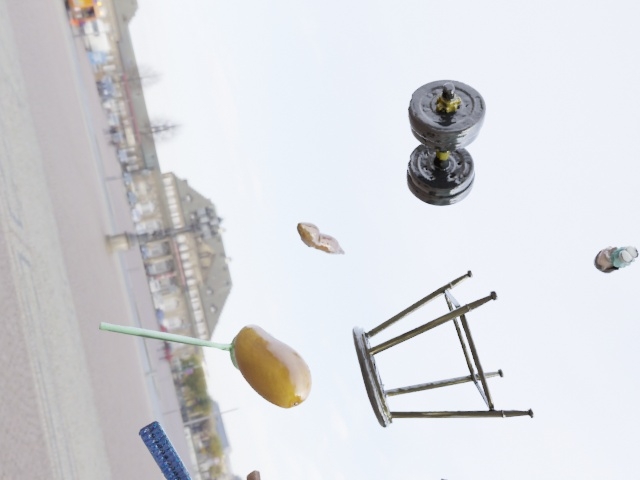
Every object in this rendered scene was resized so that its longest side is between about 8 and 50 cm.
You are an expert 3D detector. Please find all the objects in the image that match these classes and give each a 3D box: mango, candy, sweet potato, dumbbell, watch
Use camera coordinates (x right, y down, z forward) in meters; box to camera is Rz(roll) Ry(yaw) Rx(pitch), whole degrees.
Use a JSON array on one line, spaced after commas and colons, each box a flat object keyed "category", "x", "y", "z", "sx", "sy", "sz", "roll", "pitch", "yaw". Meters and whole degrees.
[{"category": "mango", "x": -0.091, "y": 0.219, "z": 1.183, "sx": 0.184, "sy": 0.102, "sz": 0.085, "roll": 43, "pitch": -28, "yaw": 25}, {"category": "candy", "x": -0.308, "y": 0.245, "z": 1.606, "sx": 0.119, "sy": 0.440, "sz": 0.119, "roll": -167, "pitch": -90, "yaw": -74}, {"category": "sweet potato", "x": -0.003, "y": 0.000, "z": 1.741, "sx": 0.218, "sy": 0.065, "sz": 0.051, "roll": 33, "pitch": 52, "yaw": -52}, {"category": "dumbbell", "x": 0.303, "y": -0.236, "z": 1.646, "sx": 0.388, "sy": 0.185, "sz": 0.185, "roll": 82, "pitch": -12, "yaw": -56}, {"category": "watch", "x": -0.296, "y": 0.549, "z": 1.352, "sx": 0.274, "sy": 0.068, "sz": 0.276, "roll": 47, "pitch": 19, "yaw": -17}]

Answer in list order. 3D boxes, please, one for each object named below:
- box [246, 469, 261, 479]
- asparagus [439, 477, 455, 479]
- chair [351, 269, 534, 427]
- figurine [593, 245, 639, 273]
[{"category": "box", "x": -0.187, "y": 0.716, "z": 1.895, "sx": 0.048, "sy": 0.025, "sz": 0.115, "roll": -45, "pitch": -140, "yaw": 31}, {"category": "asparagus", "x": 0.306, "y": 0.731, "z": 1.684, "sx": 0.128, "sy": 0.108, "sz": 0.382, "roll": 45, "pitch": -37, "yaw": 34}, {"category": "chair", "x": 0.322, "y": 0.342, "z": 1.914, "sx": 0.364, "sy": 0.410, "sz": 0.362, "roll": -77, "pitch": 149, "yaw": -83}, {"category": "figurine", "x": 0.547, "y": 0.030, "z": 1.228, "sx": 0.047, "sy": 0.060, "sz": 0.106, "roll": 36, "pitch": -10, "yaw": 1}]
